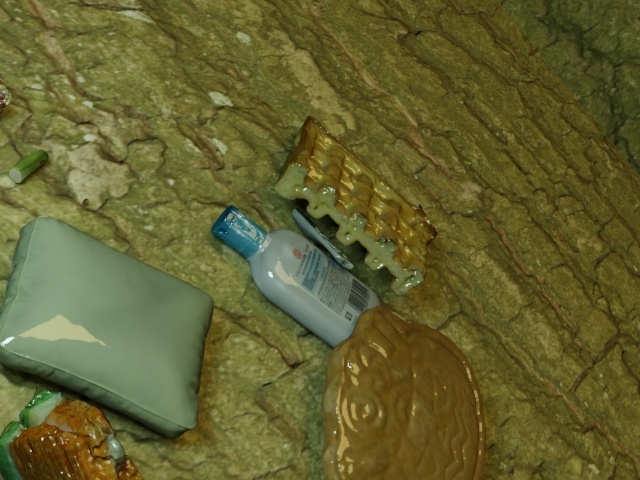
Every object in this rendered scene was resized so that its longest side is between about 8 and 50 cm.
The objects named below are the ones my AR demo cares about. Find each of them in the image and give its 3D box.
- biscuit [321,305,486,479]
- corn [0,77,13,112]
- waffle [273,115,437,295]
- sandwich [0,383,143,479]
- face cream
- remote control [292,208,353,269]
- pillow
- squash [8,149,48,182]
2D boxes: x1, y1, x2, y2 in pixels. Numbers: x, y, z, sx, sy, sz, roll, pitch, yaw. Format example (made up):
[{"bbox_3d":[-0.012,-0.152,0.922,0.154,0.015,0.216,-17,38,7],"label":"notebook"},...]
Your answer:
[{"bbox_3d":[0.154,0.305,1.928,0.365,0.062,0.385,33,50,-29],"label":"biscuit"},{"bbox_3d":[-0.575,-0.288,1.766,0.237,0.079,0.079,46,37,-11],"label":"corn"},{"bbox_3d":[0.073,-0.072,2.177,0.348,0.077,0.304,41,22,-10],"label":"waffle"},{"bbox_3d":[-0.297,0.317,1.430,0.109,0.212,0.292,-26,91,-37],"label":"sandwich"},{"bbox_3d":[-0.042,0.061,1.990,0.337,0.080,0.163,37,38,-16],"label":"face cream"},{"bbox_3d":[0.000,0.000,2.071,0.050,0.027,0.184,34,8,-41],"label":"remote control"},{"bbox_3d":[-0.304,0.122,1.643,0.322,0.120,0.255,29,43,-28],"label":"pillow"},{"bbox_3d":[-0.452,-0.119,1.779,0.027,0.027,0.083,45,38,-6],"label":"squash"}]
